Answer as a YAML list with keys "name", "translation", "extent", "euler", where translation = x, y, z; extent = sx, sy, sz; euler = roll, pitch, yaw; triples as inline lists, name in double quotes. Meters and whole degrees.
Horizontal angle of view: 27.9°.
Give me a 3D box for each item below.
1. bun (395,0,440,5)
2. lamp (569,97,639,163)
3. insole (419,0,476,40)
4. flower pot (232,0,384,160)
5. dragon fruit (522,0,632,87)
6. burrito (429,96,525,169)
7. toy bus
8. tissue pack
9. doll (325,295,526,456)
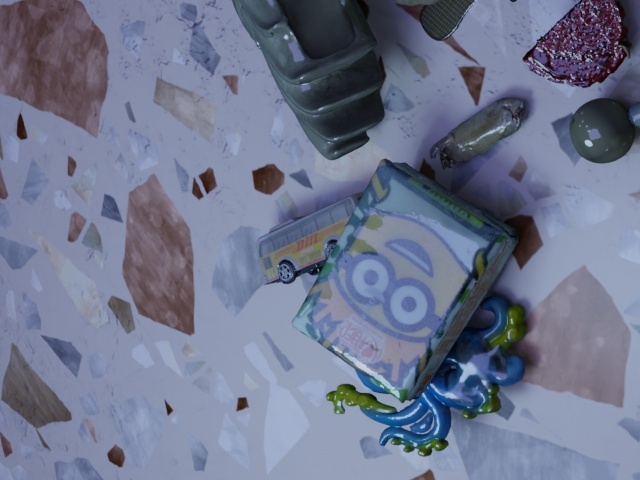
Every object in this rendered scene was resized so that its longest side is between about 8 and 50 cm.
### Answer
- name: "bun"
  translation: [0.126, -0.422, 1.862]
  extent: [0.183, 0.102, 0.183]
  euler: [6, 119, 12]
- name: "lamp"
  translation: [0.425, -0.167, 1.763]
  extent: [0.163, 0.091, 0.091]
  euler: [-24, 90, 27]
- name: "insole"
  translation: [0.223, -0.393, 1.895]
  extent: [0.086, 0.005, 0.253]
  euler: [49, 131, 16]
- name: "flower pot"
  translation: [-0.017, -0.310, 1.978]
  extent: [0.367, 0.164, 0.254]
  euler: [64, 170, -1]
- name: "dragon fruit"
  translation: [0.371, -0.273, 1.769]
  extent: [0.106, 0.083, 0.162]
  euler: [46, 122, 2]
- name: "burrito"
  translation: [0.239, -0.160, 1.943]
  extent: [0.188, 0.045, 0.058]
  euler: [-32, 91, 41]
- name: "toy bus"
  translation: [0.000, 0.000, 2.184]
  extent: [0.268, 0.092, 0.106]
  euler: [-24, 82, 43]
- name: "tissue pack"
  translation: [0.130, 0.061, 1.988]
  extent: [0.228, 0.128, 0.311]
  euler: [34, 103, 18]
- name: "doll"
  translation: [0.178, 0.177, 2.093]
  extent: [0.341, 0.099, 0.346]
  euler: [12, 98, 31]
